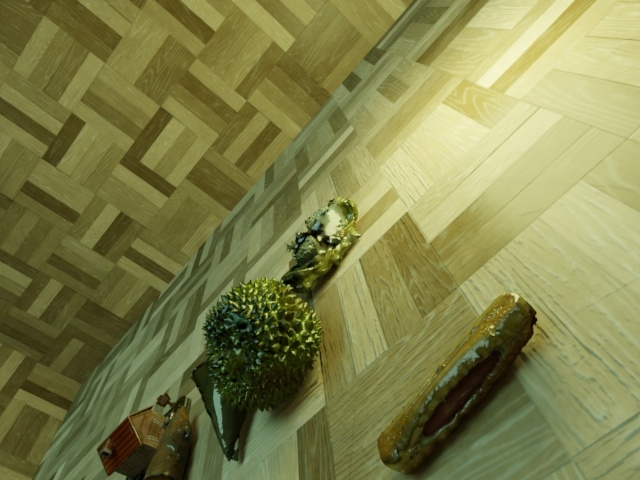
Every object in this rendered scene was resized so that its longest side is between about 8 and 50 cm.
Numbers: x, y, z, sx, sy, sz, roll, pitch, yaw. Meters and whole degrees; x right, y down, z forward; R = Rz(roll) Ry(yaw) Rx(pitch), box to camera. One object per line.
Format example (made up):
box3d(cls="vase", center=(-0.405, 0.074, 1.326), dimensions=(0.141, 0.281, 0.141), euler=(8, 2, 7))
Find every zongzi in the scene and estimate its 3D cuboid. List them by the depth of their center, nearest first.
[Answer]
box3d(cls="zongzi", center=(-0.171, 0.320, 1.084), dimensions=(0.260, 0.123, 0.289), euler=(-50, 31, -3))

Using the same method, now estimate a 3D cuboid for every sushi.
box3d(cls="sushi", center=(0.005, 0.004, 1.192), dimensions=(0.291, 0.131, 0.139), euler=(-52, 18, -23))

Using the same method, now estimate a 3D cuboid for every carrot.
box3d(cls="carrot", center=(-0.386, 0.536, 1.199), dimensions=(0.102, 0.102, 0.263), euler=(-46, 21, 17))

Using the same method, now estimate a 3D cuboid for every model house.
box3d(cls="model house", center=(-0.546, 0.579, 1.379), dimensions=(0.294, 0.154, 0.207), euler=(-44, 24, 22))

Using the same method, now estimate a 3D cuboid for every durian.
box3d(cls="durian", center=(-0.124, 0.207, 0.968), dimensions=(0.290, 0.225, 0.291), euler=(-9, 56, 14))

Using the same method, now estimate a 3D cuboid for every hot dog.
box3d(cls="hot dog", center=(0.181, 0.193, 0.608), dimensions=(0.289, 0.068, 0.083), euler=(-54, -3, 8))
